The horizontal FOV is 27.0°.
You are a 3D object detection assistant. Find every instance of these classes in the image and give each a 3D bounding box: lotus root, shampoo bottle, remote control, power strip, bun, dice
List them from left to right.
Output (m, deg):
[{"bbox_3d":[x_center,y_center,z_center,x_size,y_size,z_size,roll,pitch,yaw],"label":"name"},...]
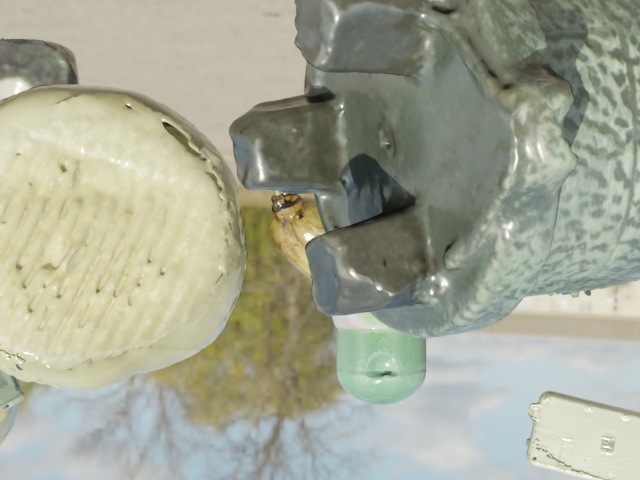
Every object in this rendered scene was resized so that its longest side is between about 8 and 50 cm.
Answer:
[{"bbox_3d":[-0.424,0.172,1.724,0.053,0.018,0.124,-27,-131,-13],"label":"remote control"},{"bbox_3d":[-0.414,-0.161,1.805,0.181,0.182,0.183,-3,165,-12],"label":"dice"},{"bbox_3d":[-0.258,0.002,1.440,0.359,0.360,0.211,3,166,-11],"label":"bun"},{"bbox_3d":[0.000,0.000,1.214,0.072,0.063,0.152,-6,135,46],"label":"lotus root"},{"bbox_3d":[0.096,0.085,2.107,0.221,0.350,0.151,1,-179,1],"label":"shampoo bottle"},{"bbox_3d":[0.309,0.216,1.394,0.192,0.081,0.035,13,-178,11],"label":"power strip"}]

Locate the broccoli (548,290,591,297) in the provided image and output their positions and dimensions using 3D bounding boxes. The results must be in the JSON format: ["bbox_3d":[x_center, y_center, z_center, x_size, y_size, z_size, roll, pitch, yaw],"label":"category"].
[{"bbox_3d":[0.299,-0.073,1.657,0.247,0.263,0.243,-10,162,24],"label":"broccoli"}]

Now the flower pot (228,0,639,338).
[{"bbox_3d":[0.109,-0.078,0.919,0.282,0.299,0.299,-6,-176,-25],"label":"flower pot"}]

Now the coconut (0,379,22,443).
[{"bbox_3d":[-0.584,0.186,1.878,0.323,0.323,0.323,3,180,0],"label":"coconut"}]
